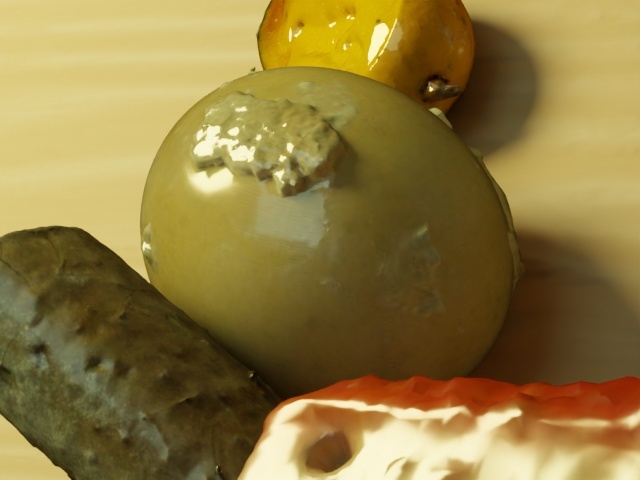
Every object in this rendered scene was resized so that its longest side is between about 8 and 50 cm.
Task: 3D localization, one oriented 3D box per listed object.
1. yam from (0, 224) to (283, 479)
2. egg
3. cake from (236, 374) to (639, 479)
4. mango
[{"bbox_3d":[-0.051,0.094,0.840,0.259,0.093,0.093,41,93,16],"label":"yam"},{"bbox_3d":[0.001,0.003,0.912,0.201,0.164,0.164,30,84,46],"label":"egg"},{"bbox_3d":[0.084,0.216,0.585,0.269,0.270,0.319,-1,59,44],"label":"cake"},{"bbox_3d":[0.021,-0.101,1.045,0.187,0.066,0.101,21,85,55],"label":"mango"}]
